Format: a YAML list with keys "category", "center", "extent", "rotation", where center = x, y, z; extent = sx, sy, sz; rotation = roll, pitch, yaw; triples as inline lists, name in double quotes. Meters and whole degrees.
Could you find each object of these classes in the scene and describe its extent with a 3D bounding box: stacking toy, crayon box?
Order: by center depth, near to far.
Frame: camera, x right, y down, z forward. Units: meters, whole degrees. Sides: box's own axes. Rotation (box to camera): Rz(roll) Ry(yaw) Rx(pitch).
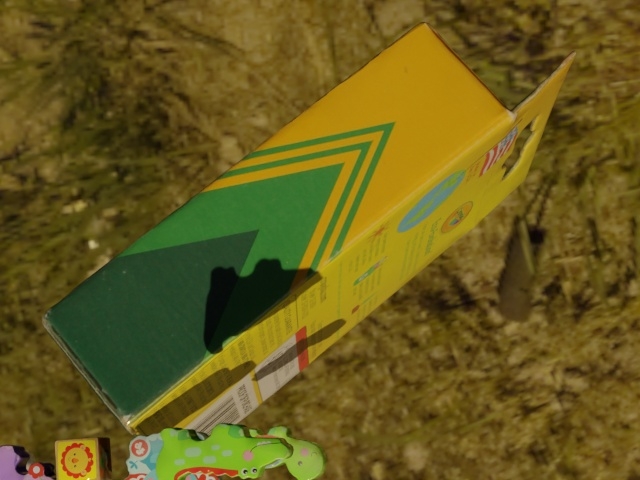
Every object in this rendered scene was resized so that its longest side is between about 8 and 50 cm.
- category: "stacking toy"
  center: [-0.111, 0.123, 0.597]
  extent: [0.221, 0.167, 0.052]
  rotation: [-6, 80, 7]
- category: "crayon box"
  center: [0.000, 0.000, 0.728]
  extent: [0.081, 0.318, 0.202]
  rotation: [49, 168, 14]
